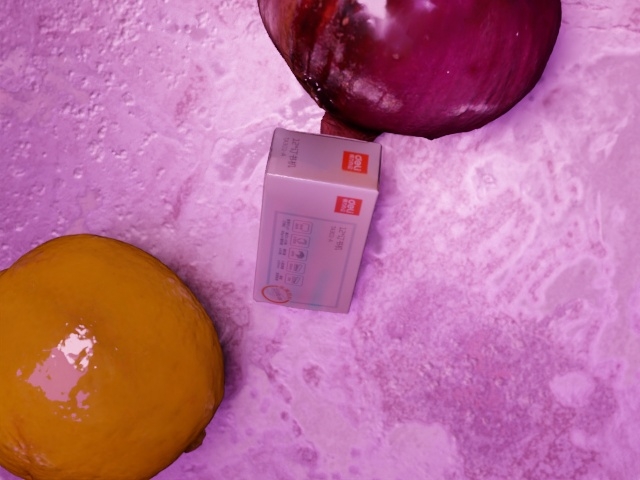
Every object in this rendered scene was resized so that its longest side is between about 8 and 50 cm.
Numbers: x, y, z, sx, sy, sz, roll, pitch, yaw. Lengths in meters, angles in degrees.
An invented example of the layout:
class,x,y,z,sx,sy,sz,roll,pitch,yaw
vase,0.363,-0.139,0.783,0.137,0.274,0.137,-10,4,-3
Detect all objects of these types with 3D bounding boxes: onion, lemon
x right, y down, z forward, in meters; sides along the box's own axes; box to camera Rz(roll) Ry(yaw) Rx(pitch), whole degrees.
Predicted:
class,x,y,z,sx,sy,sz,roll,pitch,yaw
onion,0.081,-0.235,1.092,0.348,0.347,0.385,32,137,5
lemon,-0.291,0.158,1.177,0.348,0.348,0.348,1,97,10

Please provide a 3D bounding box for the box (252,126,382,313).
class,x,y,z,sx,sy,sz,roll,pitch,yaw
box,-0.011,-0.015,1.141,0.135,0.079,0.269,9,142,-1
